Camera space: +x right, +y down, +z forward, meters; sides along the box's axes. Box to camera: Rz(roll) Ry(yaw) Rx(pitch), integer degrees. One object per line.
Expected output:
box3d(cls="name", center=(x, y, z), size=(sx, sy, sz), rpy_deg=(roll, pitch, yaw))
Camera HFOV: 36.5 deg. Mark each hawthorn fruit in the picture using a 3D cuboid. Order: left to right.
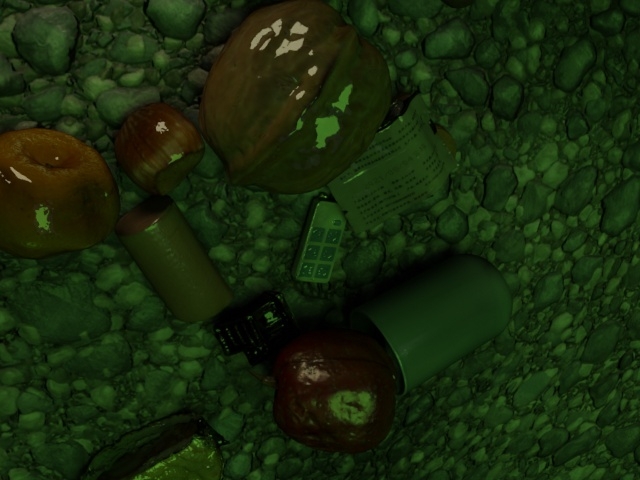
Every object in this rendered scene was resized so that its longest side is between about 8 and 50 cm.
box3d(cls="hawthorn fruit", center=(0.028, 0.297, 1.892), size=(0.262, 0.258, 0.258), rpy_deg=(-2, 113, -34))

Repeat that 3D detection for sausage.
box3d(cls="sausage", center=(-0.267, 0.044, 1.794), size=(0.123, 0.123, 0.252), rpy_deg=(-34, 122, -8))

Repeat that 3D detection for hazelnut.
box3d(cls="hazelnut", center=(-0.283, -0.161, 1.687), size=(0.150, 0.150, 0.150), rpy_deg=(-10, 117, -21))

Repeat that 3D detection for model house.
box3d(cls="model house", center=(-0.127, 0.187, 1.938), size=(0.152, 0.106, 0.165), rpy_deg=(-30, 118, -13))

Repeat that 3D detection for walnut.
box3d(cls="walnut", center=(-0.053, -0.236, 1.674), size=(0.306, 0.306, 0.344), rpy_deg=(43, 81, -34))

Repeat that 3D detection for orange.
box3d(cls="orange", center=(-0.457, -0.059, 1.601), size=(0.249, 0.249, 0.183), rpy_deg=(7, 125, -28))

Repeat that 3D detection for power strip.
box3d(cls="power strip", center=(0.000, 0.000, 1.956), size=(0.081, 0.035, 0.192), rpy_deg=(7, 110, -28))

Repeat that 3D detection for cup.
box3d(cls="cup", center=(0.240, 0.168, 2.040), size=(0.312, 0.205, 0.205), rpy_deg=(-27, 122, -19))

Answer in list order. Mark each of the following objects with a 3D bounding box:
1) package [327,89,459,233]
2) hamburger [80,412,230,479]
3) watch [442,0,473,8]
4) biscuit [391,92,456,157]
box3d(cls="package", center=(0.135, -0.145, 1.885), size=(0.251, 0.062, 0.204), rpy_deg=(-36, 122, -5))
box3d(cls="hamburger", center=(-0.318, 0.489, 1.969), size=(0.309, 0.132, 0.211), rpy_deg=(-30, 123, -10))
box3d(cls="watch", center=(0.212, -0.608, 1.647), size=(0.327, 0.335, 0.314), rpy_deg=(42, 97, -15))
box3d(cls="biscuit", center=(0.134, -0.190, 1.927), size=(0.340, 0.047, 0.216), rpy_deg=(12, 108, -29))
